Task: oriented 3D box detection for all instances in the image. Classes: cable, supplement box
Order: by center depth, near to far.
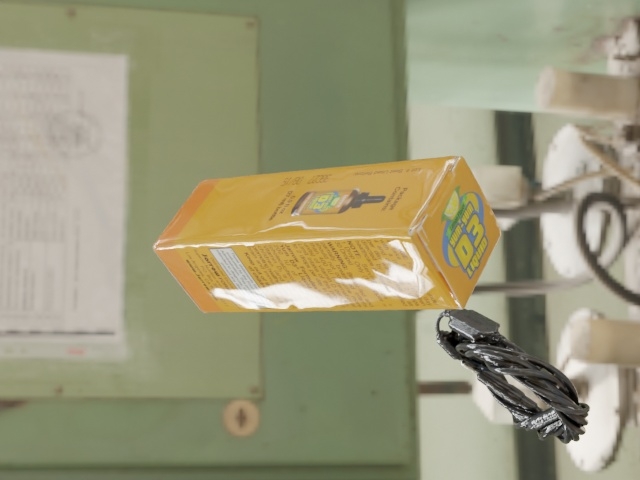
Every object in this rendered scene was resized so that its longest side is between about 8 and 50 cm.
[{"bbox_3d":[0.000,0.000,0.824,0.233,0.080,0.078,-4,41,42],"label":"supplement box"},{"bbox_3d":[0.185,0.139,1.149,0.184,0.047,0.150,26,153,56],"label":"cable"}]
